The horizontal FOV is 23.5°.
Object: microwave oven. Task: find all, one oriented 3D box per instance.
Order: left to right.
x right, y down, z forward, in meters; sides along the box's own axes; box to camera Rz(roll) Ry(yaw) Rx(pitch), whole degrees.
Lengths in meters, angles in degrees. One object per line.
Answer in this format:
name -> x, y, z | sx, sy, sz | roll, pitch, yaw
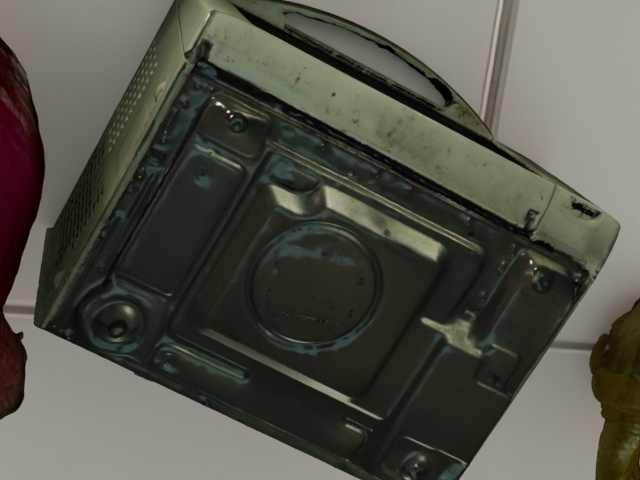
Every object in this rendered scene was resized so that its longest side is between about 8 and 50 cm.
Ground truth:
microwave oven -> 0.000, 0.000, 1.327 | 0.394, 0.247, 0.333 | 26, 105, -16

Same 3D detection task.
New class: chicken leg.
chicken leg -> 0.304, 0.153, 1.492 | 0.088, 0.103, 0.227 | 12, 96, -46

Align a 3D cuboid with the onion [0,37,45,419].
onion -> -0.353, -0.007, 1.226 | 0.398, 0.398, 0.420 | -40, 128, 9
